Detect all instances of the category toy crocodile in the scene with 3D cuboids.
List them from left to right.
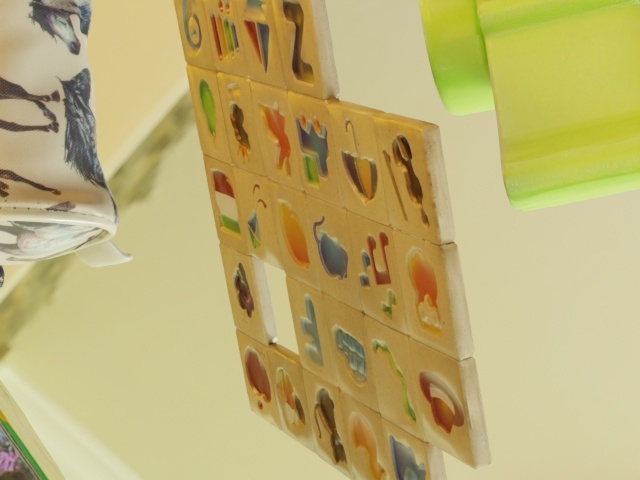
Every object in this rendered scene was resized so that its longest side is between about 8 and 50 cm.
[{"bbox_3d":[0.099,-0.151,0.799,0.105,0.115,0.340,63,-155,-46],"label":"toy crocodile"}]

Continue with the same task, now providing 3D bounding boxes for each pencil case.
[{"bbox_3d":[-0.238,-0.177,1.484,0.183,0.160,0.410,24,-123,-55],"label":"pencil case"}]

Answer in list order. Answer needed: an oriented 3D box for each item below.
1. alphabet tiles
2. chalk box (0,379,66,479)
[{"bbox_3d":[0.000,0.000,0.746,0.237,0.009,0.198,-157,55,-65],"label":"alphabet tiles"},{"bbox_3d":[-0.207,0.013,0.505,0.289,0.180,0.179,60,170,-21],"label":"chalk box"}]
